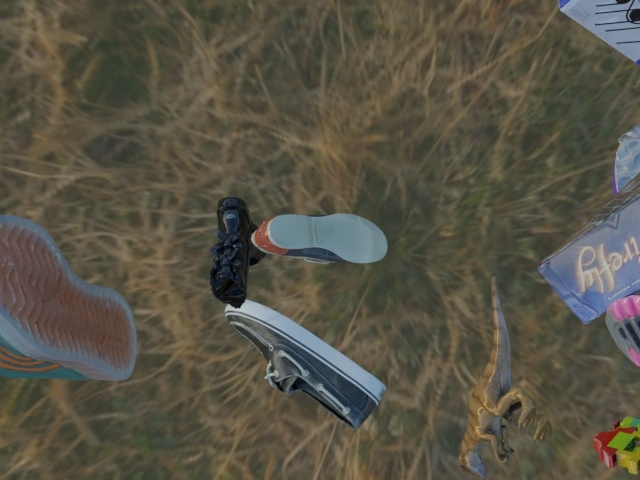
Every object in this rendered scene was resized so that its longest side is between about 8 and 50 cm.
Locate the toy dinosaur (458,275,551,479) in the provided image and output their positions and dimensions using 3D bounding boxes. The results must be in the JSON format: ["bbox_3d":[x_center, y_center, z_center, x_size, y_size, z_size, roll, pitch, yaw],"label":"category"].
[{"bbox_3d":[0.180,0.155,1.658,0.112,0.064,0.211,23,108,39],"label":"toy dinosaur"}]

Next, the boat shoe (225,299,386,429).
[{"bbox_3d":[-0.031,0.144,1.915,0.219,0.078,0.070,31,73,17],"label":"boat shoe"}]

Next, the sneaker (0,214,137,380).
[{"bbox_3d":[-0.265,0.063,1.382,0.121,0.302,0.108,-6,68,15],"label":"sneaker"}]

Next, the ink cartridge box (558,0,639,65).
[{"bbox_3d":[0.349,-0.230,1.672,0.207,0.046,0.097,28,129,-30],"label":"ink cartridge box"}]

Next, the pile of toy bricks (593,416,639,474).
[{"bbox_3d":[0.368,0.221,1.801,0.105,0.212,0.118,11,121,35],"label":"pile of toy bricks"}]

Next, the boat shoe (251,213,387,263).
[{"bbox_3d":[0.000,0.000,1.578,0.137,0.043,0.049,5,73,-29],"label":"boat shoe"}]

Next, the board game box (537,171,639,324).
[{"bbox_3d":[0.239,-0.058,0.832,0.042,0.165,0.243,53,135,2],"label":"board game box"}]

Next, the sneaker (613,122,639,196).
[{"bbox_3d":[0.290,0.055,1.198,0.102,0.146,0.293,-22,75,-9],"label":"sneaker"}]

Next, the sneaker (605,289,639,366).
[{"bbox_3d":[0.190,0.031,0.757,0.119,0.057,0.047,-11,111,45],"label":"sneaker"}]

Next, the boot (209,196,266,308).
[{"bbox_3d":[-0.086,0.024,1.681,0.045,0.121,0.099,-4,59,9],"label":"boot"}]
